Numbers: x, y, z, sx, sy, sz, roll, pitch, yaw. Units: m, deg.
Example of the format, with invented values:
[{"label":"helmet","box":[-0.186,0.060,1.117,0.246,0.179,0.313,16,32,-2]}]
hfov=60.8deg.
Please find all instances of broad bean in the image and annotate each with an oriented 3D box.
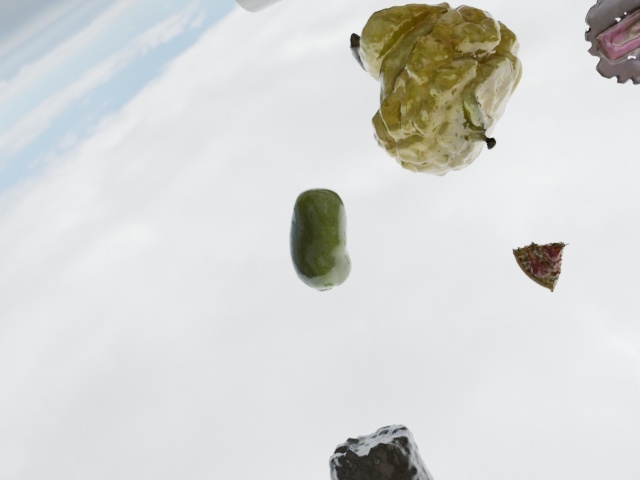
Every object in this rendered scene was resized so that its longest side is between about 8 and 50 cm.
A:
[{"label":"broad bean","box":[0.000,0.000,0.897,0.082,0.174,0.125,-7,-174,-40]}]

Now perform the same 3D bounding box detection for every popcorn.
[{"label":"popcorn","box":[0.220,-0.319,1.112,0.382,0.349,0.349,33,-113,21]}]

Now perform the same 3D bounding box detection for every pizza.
[{"label":"pizza","box":[0.408,0.038,1.036,0.099,0.100,0.029,21,-160,34]}]

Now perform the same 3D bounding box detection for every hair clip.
[{"label":"hair clip","box":[0.551,-0.358,0.852,0.069,0.172,0.300,-32,-176,-16]}]

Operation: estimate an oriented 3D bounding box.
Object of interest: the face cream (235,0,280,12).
[{"label":"face cream","box":[-0.025,-0.457,0.877,0.312,0.092,0.092,-1,-136,46]}]

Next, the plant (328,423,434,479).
[{"label":"plant","box":[0.119,0.448,0.948,0.204,0.233,0.178,-24,174,7]}]
